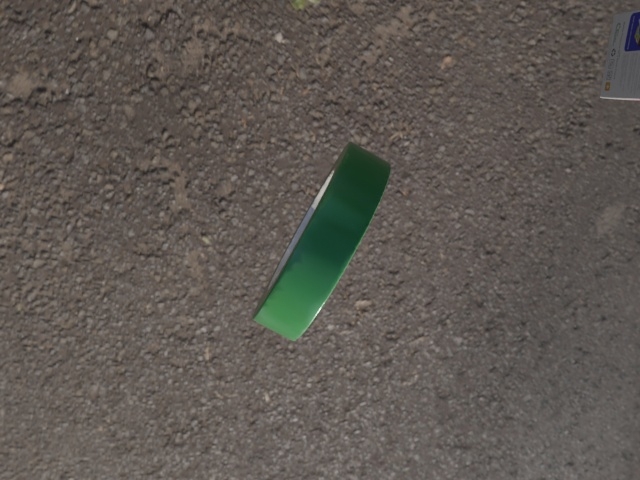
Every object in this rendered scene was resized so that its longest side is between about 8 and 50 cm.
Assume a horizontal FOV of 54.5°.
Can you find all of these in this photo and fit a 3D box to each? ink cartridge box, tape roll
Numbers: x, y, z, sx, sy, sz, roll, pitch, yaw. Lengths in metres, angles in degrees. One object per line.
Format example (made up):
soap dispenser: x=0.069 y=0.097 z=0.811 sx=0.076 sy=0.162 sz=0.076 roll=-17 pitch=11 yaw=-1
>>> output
ink cartridge box: x=0.656 y=-0.349 z=1.158 sx=0.069 sy=0.371 sz=0.176 roll=4 pitch=104 yaw=-4
tape roll: x=0.000 y=0.000 z=0.990 sx=0.077 sy=0.321 sz=0.321 roll=29 pitch=115 yaw=-4
